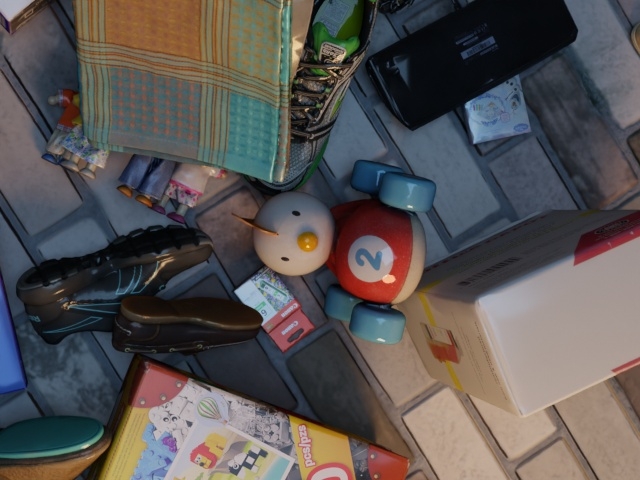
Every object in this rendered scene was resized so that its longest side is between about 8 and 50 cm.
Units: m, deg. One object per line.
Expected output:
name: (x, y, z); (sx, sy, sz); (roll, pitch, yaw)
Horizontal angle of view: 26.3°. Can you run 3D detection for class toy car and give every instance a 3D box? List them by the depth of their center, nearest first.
toy car: (0.000, 0.000, 1.804); (0.238, 0.210, 0.219); (9, 99, -20)

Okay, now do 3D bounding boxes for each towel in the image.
towel: (-0.164, -0.228, 1.610); (0.271, 0.370, 0.040); (12, 47, 7)

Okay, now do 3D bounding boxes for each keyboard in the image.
keyboard: (0.200, -0.306, 1.939); (0.317, 0.033, 0.201); (-29, 98, -16)

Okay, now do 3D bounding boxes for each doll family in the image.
doll family: (-0.238, -0.141, 1.821); (0.263, 0.118, 0.163); (26, 84, -9)

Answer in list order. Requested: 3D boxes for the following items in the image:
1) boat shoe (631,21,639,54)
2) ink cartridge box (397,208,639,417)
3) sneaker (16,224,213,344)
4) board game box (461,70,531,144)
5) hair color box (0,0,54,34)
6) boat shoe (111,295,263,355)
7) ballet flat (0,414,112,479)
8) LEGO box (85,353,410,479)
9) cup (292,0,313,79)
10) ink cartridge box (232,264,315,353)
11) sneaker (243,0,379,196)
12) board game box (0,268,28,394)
boat shoe: (0.529, -0.262, 1.999); (0.170, 0.059, 0.063); (38, 83, -8)
ink cartridge box: (0.286, 0.080, 1.785); (0.279, 0.384, 0.160); (-24, 97, -10)
sneaker: (-0.268, 0.056, 1.839); (0.267, 0.101, 0.106); (-18, 114, -11)
board game box: (0.248, -0.189, 1.964); (0.090, 0.020, 0.090); (-12, 89, -11)
hair color box: (-0.445, -0.462, 1.794); (0.185, 0.110, 0.339); (-40, 95, -11)
boat shoe: (-0.178, 0.117, 1.826); (0.207, 0.073, 0.073); (6, 115, -26)
ballet flat: (-0.415, 0.294, 1.750); (0.342, 0.116, 0.124); (-4, 110, 13)
LEGO box: (-0.153, 0.446, 1.790); (0.372, 0.193, 0.500); (21, 85, -10)
cup: (-0.155, -0.337, 1.719); (0.237, 0.331, 0.331); (7, 88, -16)
ink cartridge box: (-0.062, 0.095, 1.896); (0.063, 0.029, 0.115); (-39, 96, -8)
sneaker: (-0.020, -0.224, 1.851); (0.134, 0.146, 0.344); (20, 86, -9)
board game box: (-0.535, 0.050, 1.782); (0.233, 0.078, 0.347); (-13, 91, -11)
